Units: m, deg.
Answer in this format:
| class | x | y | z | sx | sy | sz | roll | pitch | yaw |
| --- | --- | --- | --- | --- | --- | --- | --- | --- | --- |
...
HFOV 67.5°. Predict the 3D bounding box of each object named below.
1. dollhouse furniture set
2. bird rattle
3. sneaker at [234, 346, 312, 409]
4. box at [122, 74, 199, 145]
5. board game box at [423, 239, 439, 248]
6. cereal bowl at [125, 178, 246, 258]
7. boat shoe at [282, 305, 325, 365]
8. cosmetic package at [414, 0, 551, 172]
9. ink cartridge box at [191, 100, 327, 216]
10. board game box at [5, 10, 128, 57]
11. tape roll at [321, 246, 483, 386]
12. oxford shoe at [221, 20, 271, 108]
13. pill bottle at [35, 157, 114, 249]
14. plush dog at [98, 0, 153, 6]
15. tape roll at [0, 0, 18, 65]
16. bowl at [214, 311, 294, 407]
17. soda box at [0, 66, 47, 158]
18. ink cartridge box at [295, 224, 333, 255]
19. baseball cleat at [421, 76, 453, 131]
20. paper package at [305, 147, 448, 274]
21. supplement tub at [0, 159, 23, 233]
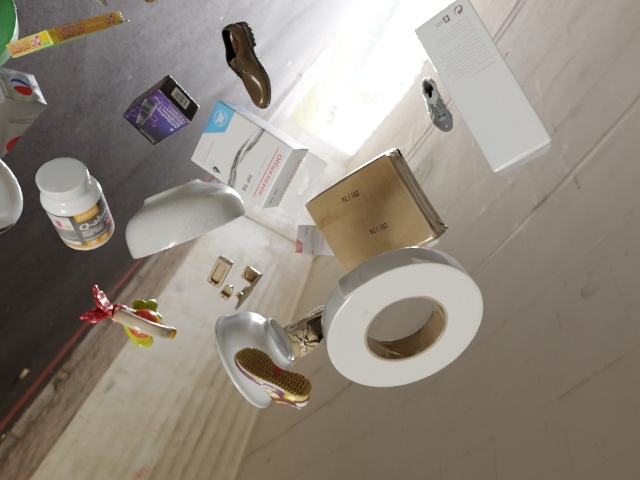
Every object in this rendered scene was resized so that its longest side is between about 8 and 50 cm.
| class | x | y | z | sx | sy | sz | roll | pitch | yaw |
| --- | --- | --- | --- | --- | --- | --- | --- | --- | --- |
| dollhouse furniture set | -0.300 | 0.144 | 1.536 | 0.144 | 0.151 | 0.123 | -57 | 178 | 32 |
| bird rattle | -0.510 | 0.209 | 1.322 | 0.143 | 0.207 | 0.253 | -65 | 155 | -19 |
| sneaker | -0.110 | 0.305 | 1.038 | 0.069 | 0.186 | 0.083 | -46 | 158 | -46 |
| box | -0.565 | -0.459 | 1.700 | 0.207 | 0.153 | 0.108 | -22 | -141 | 30 |
| board game box | 0.208 | -0.046 | 1.723 | 0.318 | 0.318 | 0.066 | -31 | 180 | -6 |
| cereal bowl | -0.389 | -0.079 | 1.346 | 0.339 | 0.141 | 0.339 | -21 | -171 | 4 |
| boat shoe | -0.058 | 0.323 | 1.631 | 0.341 | 0.121 | 0.110 | -37 | -176 | -31 |
| cosmetic package | 0.455 | -0.415 | 1.339 | 0.162 | 0.452 | 0.230 | -30 | 171 | 23 |
| ink cartridge box | -0.093 | -0.120 | 0.721 | 0.104 | 0.180 | 0.060 | -61 | 165 | 18 |
| board game box | -0.557 | -0.469 | 1.078 | 0.259 | 0.124 | 0.039 | -59 | 138 | -54 |
| tape roll | 0.194 | 0.192 | 1.145 | 0.391 | 0.393 | 0.072 | -58 | -153 | 23 |
| oxford shoe | -0.202 | -0.450 | 1.259 | 0.083 | 0.227 | 0.096 | -11 | -161 | 40 |
| pill bottle | -0.725 | -0.105 | 1.423 | 0.278 | 0.162 | 0.162 | 104 | 8 | -57 |
| plush dog | -0.244 | -0.459 | 0.623 | 0.226 | 0.211 | 0.262 | -26 | -144 | 33 |
| tape roll | -0.941 | -0.567 | 1.190 | 0.077 | 0.321 | 0.321 | -14 | -134 | 60 |
| bowl | -0.168 | 0.321 | 1.397 | 0.134 | 0.297 | 0.298 | -29 | -168 | 6 |
| soda box | -0.752 | -0.263 | 1.086 | 0.286 | 0.091 | 0.098 | -33 | 170 | 24 |
| ink cartridge box | 0.000 | 0.000 | 1.876 | 0.198 | 0.067 | 0.115 | 4 | -94 | 40 |
| baseball cleat | 0.398 | -0.465 | 1.663 | 0.072 | 0.205 | 0.109 | -27 | -170 | 25 |
| paper package | 0.173 | -0.080 | 1.515 | 0.325 | 0.309 | 0.168 | -31 | 179 | 28 |
| supplement tub | -0.754 | -0.045 | 0.908 | 0.316 | 0.193 | 0.193 | -22 | -159 | 17 |
